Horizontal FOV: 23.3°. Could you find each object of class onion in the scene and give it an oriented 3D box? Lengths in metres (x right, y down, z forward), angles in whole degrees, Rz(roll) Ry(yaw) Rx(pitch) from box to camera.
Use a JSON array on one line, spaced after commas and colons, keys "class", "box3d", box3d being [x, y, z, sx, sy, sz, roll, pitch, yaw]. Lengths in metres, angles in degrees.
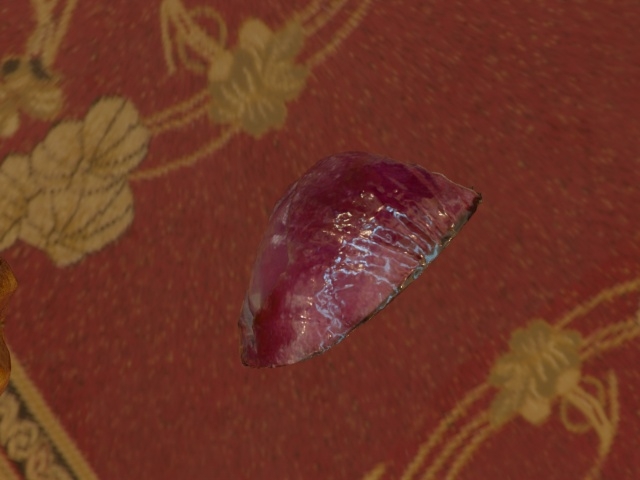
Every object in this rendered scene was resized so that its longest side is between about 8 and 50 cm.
[{"class": "onion", "box3d": [0.000, 0.000, 1.390, 0.247, 0.250, 0.111, -43, 107, -19]}]

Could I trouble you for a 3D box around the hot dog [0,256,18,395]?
[{"class": "hot dog", "box3d": [-0.101, 0.026, 0.377, 0.037, 0.122, 0.049, 2, 92, 5]}]
